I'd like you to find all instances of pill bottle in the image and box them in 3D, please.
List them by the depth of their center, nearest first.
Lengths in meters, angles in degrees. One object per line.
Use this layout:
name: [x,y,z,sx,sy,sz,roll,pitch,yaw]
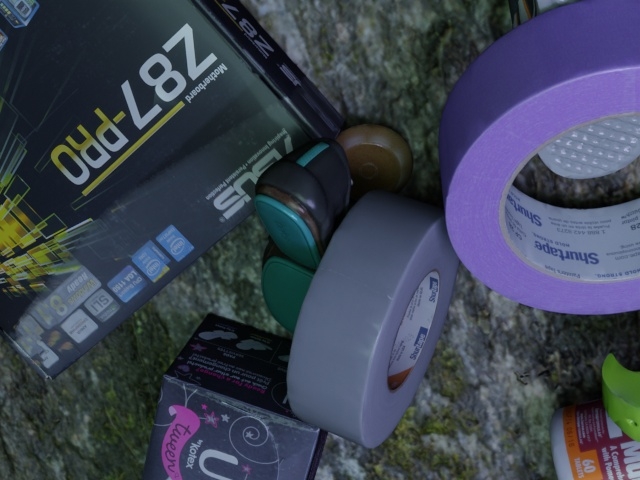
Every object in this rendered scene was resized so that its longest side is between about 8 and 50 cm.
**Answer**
pill bottle: [0.332,0.189,1.068,0.221,0.121,0.121,-17,107,19]

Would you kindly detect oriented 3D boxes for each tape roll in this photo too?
tape roll: [0.234,-0.060,0.946,0.274,0.090,0.275,-1,136,-1]
tape roll: [0.051,0.068,1.028,0.072,0.219,0.219,19,115,20]

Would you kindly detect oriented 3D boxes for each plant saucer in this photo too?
plant saucer: [0.044,-0.067,1.080,0.083,0.015,0.083,1,122,1]

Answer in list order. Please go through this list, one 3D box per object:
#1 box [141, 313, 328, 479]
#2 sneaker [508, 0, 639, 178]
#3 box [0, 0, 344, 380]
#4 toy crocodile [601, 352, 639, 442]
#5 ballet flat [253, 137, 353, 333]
box: [-0.088,0.228,1.171,0.163,0.142,0.247,18,114,5]
sneaker: [0.213,-0.200,0.950,0.126,0.127,0.321,-8,135,7]
box: [-0.227,-0.098,1.099,0.395,0.097,0.318,-38,102,22]
toy crocodile: [0.387,0.057,0.971,0.340,0.105,0.115,-38,143,0]
ballet flat: [0.000,0.000,1.056,0.095,0.096,0.280,31,158,13]
